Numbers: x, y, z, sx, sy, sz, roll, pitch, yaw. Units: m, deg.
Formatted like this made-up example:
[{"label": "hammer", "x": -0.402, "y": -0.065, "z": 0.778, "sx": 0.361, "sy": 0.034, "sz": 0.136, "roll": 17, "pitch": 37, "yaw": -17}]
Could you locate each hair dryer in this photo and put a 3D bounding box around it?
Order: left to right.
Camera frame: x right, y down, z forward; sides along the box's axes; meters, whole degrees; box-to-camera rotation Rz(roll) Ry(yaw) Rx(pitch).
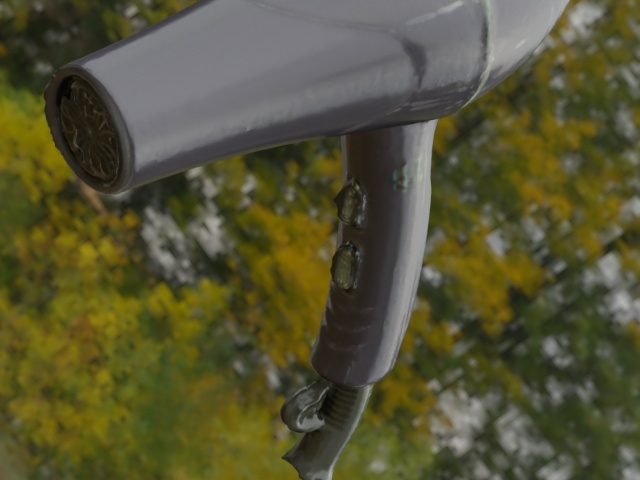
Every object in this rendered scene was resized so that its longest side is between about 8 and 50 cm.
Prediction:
[{"label": "hair dryer", "x": 0.000, "y": 0.000, "z": 0.928, "sx": 0.121, "sy": 0.301, "sz": 0.361, "roll": 32, "pitch": -46, "yaw": 36}]
